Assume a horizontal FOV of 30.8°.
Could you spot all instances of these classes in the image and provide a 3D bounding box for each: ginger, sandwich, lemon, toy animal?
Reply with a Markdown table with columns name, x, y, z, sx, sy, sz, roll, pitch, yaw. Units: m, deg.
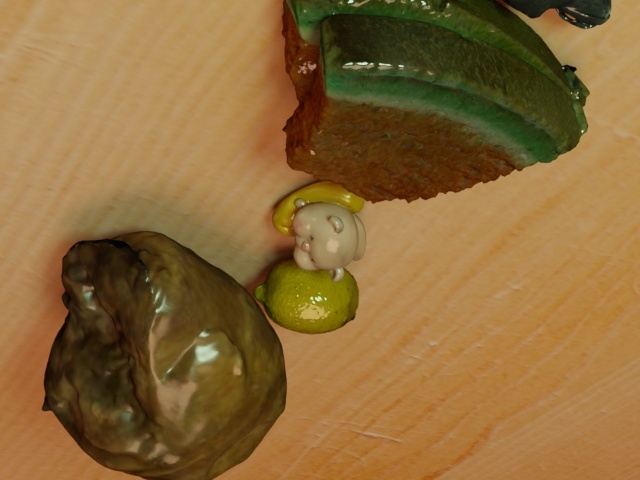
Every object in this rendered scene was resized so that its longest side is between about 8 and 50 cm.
| name | x | y | z | sx | sy | sz | roll | pitch | yaw |
| --- | --- | --- | --- | --- | --- | --- | --- | --- | --- |
| ginger | -0.138 | 0.115 | 1.163 | 0.223 | 0.200 | 0.269 | -7 | 125 | -46 |
| sandwich | 0.073 | -0.116 | 0.946 | 0.212 | 0.109 | 0.292 | -29 | 139 | 28 |
| lemon | -0.014 | 0.056 | 1.197 | 0.110 | 0.082 | 0.082 | 9 | 142 | -9 |
| toy animal | 0.000 | 0.000 | 1.120 | 0.091 | 0.082 | 0.114 | -5 | 145 | 2 |

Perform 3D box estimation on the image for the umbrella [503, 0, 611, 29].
| name | x | y | z | sx | sy | sz | roll | pitch | yaw |
| --- | --- | --- | --- | --- | --- | --- | --- | --- | --- |
| umbrella | 0.137 | -0.219 | 0.857 | 0.235 | 0.059 | 0.066 | 24 | 153 | -32 |
